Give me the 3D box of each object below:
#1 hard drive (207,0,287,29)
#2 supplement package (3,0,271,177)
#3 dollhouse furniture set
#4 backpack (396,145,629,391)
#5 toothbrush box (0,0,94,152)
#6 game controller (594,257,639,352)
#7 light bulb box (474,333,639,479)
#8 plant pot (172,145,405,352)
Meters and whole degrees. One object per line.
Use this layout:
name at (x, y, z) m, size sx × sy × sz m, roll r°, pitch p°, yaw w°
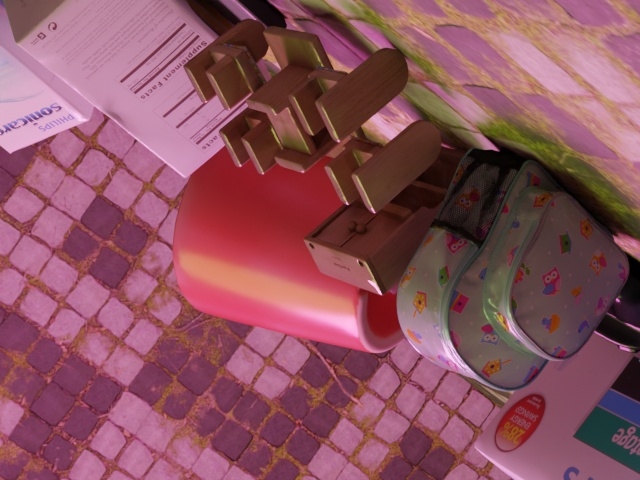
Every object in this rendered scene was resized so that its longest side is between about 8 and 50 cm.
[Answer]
hard drive at (-0.100, -0.243, 1.555) m, size 0.135 × 0.022 × 0.094 m, roll 38°, pitch 174°, yaw -33°
supplement package at (-0.176, -0.200, 1.616) m, size 0.244 × 0.134 × 0.139 m, roll 39°, pitch -163°, yaw -40°
dollhouse furniture set at (0.037, -0.100, 1.499) m, size 0.212 × 0.161 × 0.242 m, roll 20°, pitch 144°, yaw 51°
backpack at (0.164, 0.037, 1.446) m, size 0.166 × 0.188 × 0.144 m, roll 40°, pitch 173°, yaw -38°
toothbrush box at (-0.347, -0.267, 1.671) m, size 0.126 × 0.216 × 0.295 m, roll -18°, pitch 137°, yaw 34°
game controller at (0.211, 0.002, 1.648) m, size 0.319 × 0.067 × 0.166 m, roll 32°, pitch 160°, yaw 31°
light bulb box at (0.417, 0.267, 1.711) m, size 0.361 × 0.225 × 0.358 m, roll 38°, pitch 175°, yaw -22°
plant pot at (0.000, 0.000, 1.946) m, size 0.243 × 0.275 × 0.275 m, roll 23°, pitch 170°, yaw 29°
